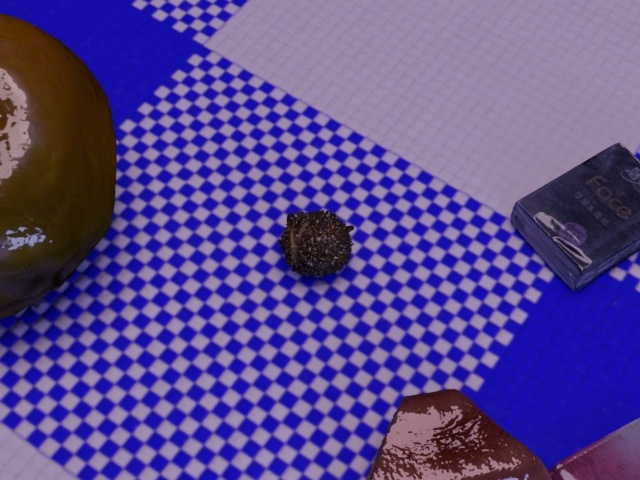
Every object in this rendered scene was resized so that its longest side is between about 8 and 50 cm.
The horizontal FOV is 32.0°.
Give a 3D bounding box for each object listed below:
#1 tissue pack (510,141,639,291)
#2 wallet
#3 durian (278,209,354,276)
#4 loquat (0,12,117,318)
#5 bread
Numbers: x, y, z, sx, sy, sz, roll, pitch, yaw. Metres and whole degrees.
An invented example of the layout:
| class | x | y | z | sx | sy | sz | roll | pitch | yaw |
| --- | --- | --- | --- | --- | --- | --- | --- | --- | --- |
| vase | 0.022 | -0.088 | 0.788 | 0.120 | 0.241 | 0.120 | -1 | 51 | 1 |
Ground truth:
| class | x | y | z | sx | sy | sz | roll | pitch | yaw |
| --- | --- | --- | --- | --- | --- | --- | --- | --- | --- |
| tissue pack | 0.300 | -0.028 | 1.212 | 0.156 | 0.051 | 0.112 | -29 | 62 | -20 |
| wallet | 0.320 | 0.283 | 1.027 | 0.119 | 0.025 | 0.232 | -23 | 62 | -18 |
| durian | 0.000 | 0.000 | 1.158 | 0.091 | 0.080 | 0.080 | -20 | 60 | -27 |
| loquat | -0.324 | -0.069 | 1.080 | 0.276 | 0.276 | 0.284 | -24 | 79 | -18 |
| bread | 0.113 | 0.203 | 1.039 | 0.192 | 0.067 | 0.119 | -6 | 65 | -7 |
